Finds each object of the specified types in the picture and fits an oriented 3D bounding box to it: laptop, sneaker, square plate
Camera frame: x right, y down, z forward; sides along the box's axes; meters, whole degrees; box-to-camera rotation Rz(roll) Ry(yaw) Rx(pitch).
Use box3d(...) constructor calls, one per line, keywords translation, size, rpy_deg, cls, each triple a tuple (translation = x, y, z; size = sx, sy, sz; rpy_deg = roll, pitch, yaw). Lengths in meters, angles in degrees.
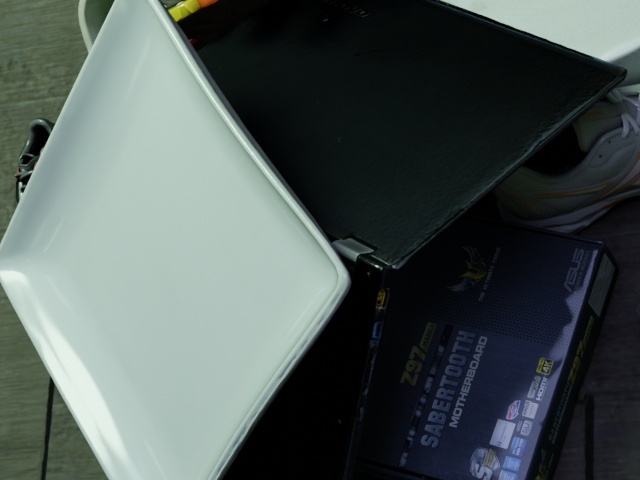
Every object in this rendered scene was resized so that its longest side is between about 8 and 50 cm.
box3d(translation=(0.000, 0.000, 1.471), size=(0.382, 0.236, 0.408), rpy_deg=(28, 115, 44), cls="laptop")
box3d(translation=(-0.278, -0.047, 1.678), size=(0.061, 0.065, 0.158), rpy_deg=(-7, 64, 21), cls="sneaker")
box3d(translation=(0.256, -0.089, 1.424), size=(0.262, 0.121, 0.099), rpy_deg=(-28, 59, 10), cls="sneaker")
box3d(translation=(-0.126, 0.024, 1.401), size=(0.347, 0.049, 0.344), rpy_deg=(55, 131, 30), cls="square plate")

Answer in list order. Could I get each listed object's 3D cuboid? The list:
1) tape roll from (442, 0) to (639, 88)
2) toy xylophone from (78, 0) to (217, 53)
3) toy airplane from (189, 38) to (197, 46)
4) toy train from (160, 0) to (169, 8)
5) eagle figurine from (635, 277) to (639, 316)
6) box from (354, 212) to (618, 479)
box3d(translation=(0.223, -0.295, 1.549), size=(0.392, 0.072, 0.392), rpy_deg=(-12, 62, 24), cls="tape roll")
box3d(translation=(-0.077, -0.265, 1.607), size=(0.323, 0.081, 0.236), rpy_deg=(-18, 15, 47), cls="toy xylophone")
box3d(translation=(-0.127, -0.148, 1.607), size=(0.028, 0.151, 0.151), rpy_deg=(41, 87, 21), cls="toy airplane")
box3d(translation=(-0.178, -0.206, 1.736), size=(0.024, 0.017, 0.083), rpy_deg=(28, 80, 22), cls="toy train")
box3d(translation=(0.387, 0.020, 1.276), size=(0.298, 0.226, 0.225), rpy_deg=(-34, 82, 3), cls="eagle figurine")
box3d(translation=(0.123, 0.097, 1.434), size=(0.183, 0.059, 0.232), rpy_deg=(12, 72, 30), cls="box")
